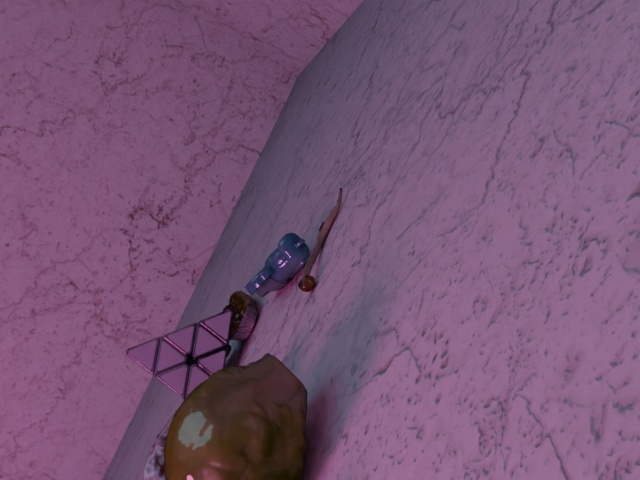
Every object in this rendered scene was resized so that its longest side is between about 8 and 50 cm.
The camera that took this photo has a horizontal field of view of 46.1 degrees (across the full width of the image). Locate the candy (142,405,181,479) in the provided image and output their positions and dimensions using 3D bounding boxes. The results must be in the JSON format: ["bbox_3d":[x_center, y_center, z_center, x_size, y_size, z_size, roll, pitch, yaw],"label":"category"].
[{"bbox_3d":[-0.236,0.447,1.481,0.157,0.214,0.290,1,39,26],"label":"candy"}]

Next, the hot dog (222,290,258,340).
[{"bbox_3d":[-0.246,0.226,2.233,0.144,0.075,0.268,-60,16,-2],"label":"hot dog"}]

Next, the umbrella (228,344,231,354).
[{"bbox_3d":[-0.343,0.404,2.261,0.248,0.070,0.071,-56,15,28],"label":"umbrella"}]

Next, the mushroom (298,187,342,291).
[{"bbox_3d":[0.002,0.002,1.848,0.068,0.043,0.306,-21,38,43],"label":"mushroom"}]

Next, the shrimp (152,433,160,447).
[{"bbox_3d":[-0.470,0.655,2.169,0.150,0.051,0.217,-149,66,-82],"label":"shrimp"}]

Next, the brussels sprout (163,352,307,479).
[{"bbox_3d":[-0.137,0.354,1.279,0.317,0.242,0.273,-61,-12,5],"label":"brussels sprout"}]

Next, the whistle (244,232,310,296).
[{"bbox_3d":[-0.101,0.070,1.982,0.186,0.093,0.274,-39,-8,-41],"label":"whistle"}]

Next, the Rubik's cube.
[{"bbox_3d":[-0.358,0.340,2.101,0.228,0.229,0.233,-2,28,29],"label":"Rubik's cube"}]
